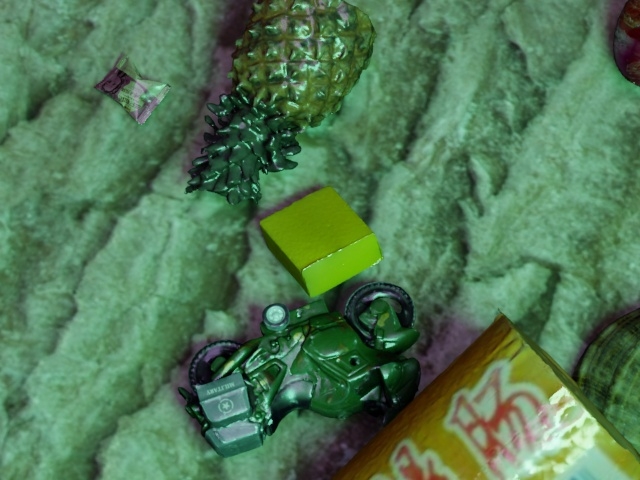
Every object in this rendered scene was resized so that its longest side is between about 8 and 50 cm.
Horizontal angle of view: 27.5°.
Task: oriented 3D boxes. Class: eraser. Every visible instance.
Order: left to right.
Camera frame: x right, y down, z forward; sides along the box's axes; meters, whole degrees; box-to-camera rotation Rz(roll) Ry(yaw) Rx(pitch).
[{"bbox_3d":[0.000,0.000,1.456,0.097,0.045,0.122,-26,36,-11],"label":"eraser"}]

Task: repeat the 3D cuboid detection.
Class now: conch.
[{"bbox_3d":[0.387,0.159,1.381,0.291,0.159,0.210,-31,76,-8],"label":"conch"}]

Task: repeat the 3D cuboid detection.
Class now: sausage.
[{"bbox_3d":[0.155,0.250,1.280,0.287,0.233,0.233,-45,77,6],"label":"sausage"}]

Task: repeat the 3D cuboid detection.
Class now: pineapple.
[{"bbox_3d":[-0.053,-0.157,1.494,0.158,0.158,0.278,28,87,8],"label":"pineapple"}]

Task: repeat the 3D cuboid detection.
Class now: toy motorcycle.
[{"bbox_3d":[-0.009,0.159,1.405,0.275,0.124,0.187,-19,64,-4],"label":"toy motorcycle"}]

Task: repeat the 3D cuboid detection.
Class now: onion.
[{"bbox_3d":[0.404,-0.261,1.548,0.150,0.150,0.140,-19,43,-6],"label":"onion"}]

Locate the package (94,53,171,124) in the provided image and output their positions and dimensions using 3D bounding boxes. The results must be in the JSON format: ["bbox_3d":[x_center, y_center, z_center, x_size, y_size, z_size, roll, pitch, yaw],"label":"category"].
[{"bbox_3d":[-0.225,-0.182,1.557,0.083,0.029,0.059,37,83,21],"label":"package"}]
